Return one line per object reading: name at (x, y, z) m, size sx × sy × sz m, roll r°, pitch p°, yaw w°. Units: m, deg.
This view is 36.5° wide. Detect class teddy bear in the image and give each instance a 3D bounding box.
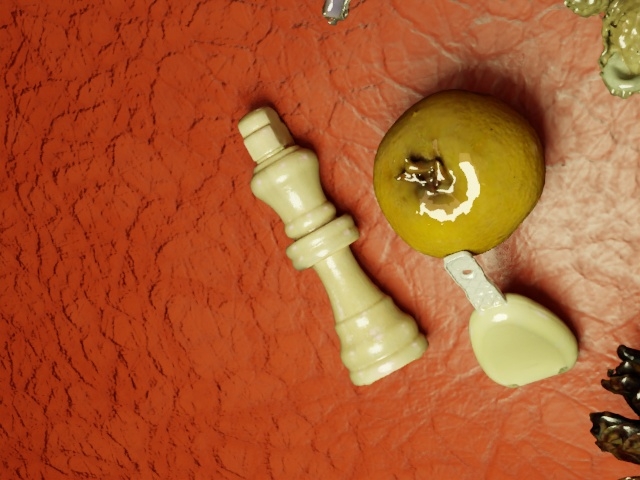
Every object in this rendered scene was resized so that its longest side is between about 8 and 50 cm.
teddy bear at (0.371, -0.287, 1.071) m, size 0.267 × 0.156 × 0.256 m, roll -21°, pitch 92°, yaw -5°

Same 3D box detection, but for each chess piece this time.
chess piece at (0.000, 0.000, 1.314) m, size 0.117 × 0.117 × 0.397 m, roll -30°, pitch 90°, yaw 25°

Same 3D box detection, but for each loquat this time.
loquat at (0.167, -0.082, 1.175) m, size 0.208 × 0.208 × 0.208 m, roll 5°, pitch 106°, yaw 20°

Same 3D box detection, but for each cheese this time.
cheese at (0.223, 0.093, 1.209) m, size 0.127 × 0.054 × 0.251 m, roll -23°, pitch 131°, yaw 25°

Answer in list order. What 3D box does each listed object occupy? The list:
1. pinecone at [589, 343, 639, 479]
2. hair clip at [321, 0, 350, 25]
pinecone at (0.451, 0.217, 1.118) m, size 0.298 × 0.242 × 0.295 m, roll -9°, pitch 86°, yaw -8°
hair clip at (0.041, -0.412, 1.208) m, size 0.106 × 0.084 × 0.292 m, roll 0°, pitch 112°, yaw -24°
